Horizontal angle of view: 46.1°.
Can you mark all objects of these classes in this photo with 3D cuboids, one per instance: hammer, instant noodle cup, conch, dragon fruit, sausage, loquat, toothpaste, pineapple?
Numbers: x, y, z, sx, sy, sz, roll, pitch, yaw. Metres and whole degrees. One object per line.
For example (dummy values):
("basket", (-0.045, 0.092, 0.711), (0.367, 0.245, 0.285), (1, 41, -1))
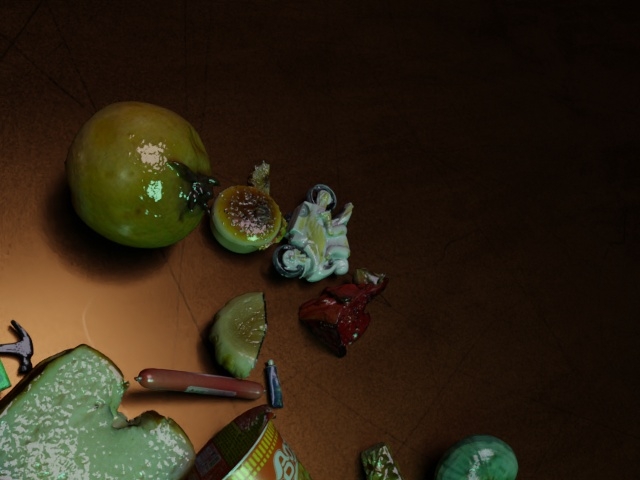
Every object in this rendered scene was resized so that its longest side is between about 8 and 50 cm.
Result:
("hammer", (-0.513, 0.152, 1.067), (0.201, 0.021, 0.078), (3, 71, -29))
("instant noodle cup", (-0.078, 0.388, 1.125), (0.212, 0.193, 0.193), (49, 52, -10))
("conch", (0.277, 0.433, 1.340), (0.188, 0.122, 0.176), (-42, 112, -36))
("dragon fruit", (0.070, 0.119, 1.389), (0.192, 0.092, 0.122), (-33, 86, -38))
("sausage", (-0.182, 0.227, 1.189), (0.253, 0.034, 0.034), (17, 58, -40))
("loquat", (-0.280, -0.101, 1.205), (0.244, 0.244, 0.244), (14, 60, -25))
("toothpaste", (-0.079, 0.244, 1.284), (0.027, 0.019, 0.083), (16, 57, -52))
("pineapple", (-0.117, -0.115, 1.441), (0.045, 0.019, 0.083), (15, 62, -28))

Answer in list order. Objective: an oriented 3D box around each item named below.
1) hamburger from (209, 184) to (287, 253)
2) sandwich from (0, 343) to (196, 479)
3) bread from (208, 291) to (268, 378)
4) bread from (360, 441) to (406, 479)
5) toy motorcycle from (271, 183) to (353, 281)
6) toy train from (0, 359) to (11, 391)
("hamburger", (-0.129, -0.038, 1.356), (0.141, 0.081, 0.126), (32, 54, -12))
("sandwich", (-0.333, 0.300, 1.055), (0.273, 0.095, 0.249), (44, 51, -4))
("bread", (-0.139, 0.158, 1.249), (0.094, 0.083, 0.157), (8, 52, -26))
("bread", (0.112, 0.408, 1.292), (0.066, 0.060, 0.110), (-4, 67, -64))
("toy motorcycle", (0.000, 0.000, 1.421), (0.151, 0.074, 0.228), (37, 51, -13))
("toy train", (-0.541, 0.189, 0.986), (0.251, 0.085, 0.119), (-25, 104, -29))
